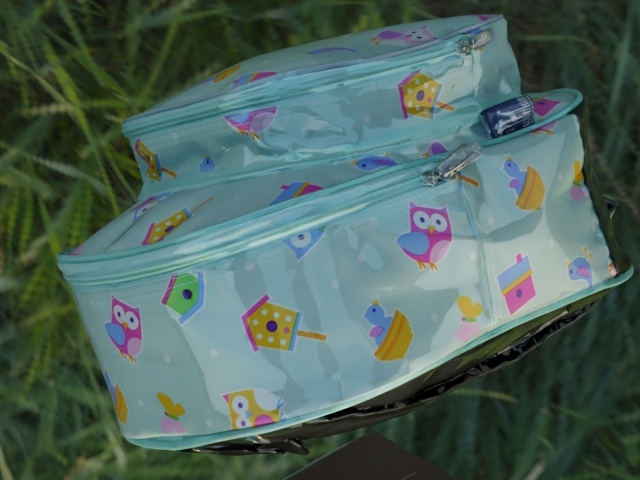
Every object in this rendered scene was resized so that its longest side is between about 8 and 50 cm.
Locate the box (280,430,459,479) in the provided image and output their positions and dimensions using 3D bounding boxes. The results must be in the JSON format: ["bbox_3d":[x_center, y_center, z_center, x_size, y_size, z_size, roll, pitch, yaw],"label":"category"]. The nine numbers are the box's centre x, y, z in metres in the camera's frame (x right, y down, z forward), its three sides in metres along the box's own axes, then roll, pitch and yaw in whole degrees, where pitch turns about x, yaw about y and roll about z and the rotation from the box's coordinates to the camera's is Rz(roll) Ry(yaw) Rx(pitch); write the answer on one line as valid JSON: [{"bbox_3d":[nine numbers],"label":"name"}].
[{"bbox_3d":[0.035,0.223,0.869,0.167,0.203,0.168,-27,122,-31],"label":"box"}]

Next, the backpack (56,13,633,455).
[{"bbox_3d":[0.000,0.000,0.708,0.188,0.166,0.144,-33,106,-41],"label":"backpack"}]
